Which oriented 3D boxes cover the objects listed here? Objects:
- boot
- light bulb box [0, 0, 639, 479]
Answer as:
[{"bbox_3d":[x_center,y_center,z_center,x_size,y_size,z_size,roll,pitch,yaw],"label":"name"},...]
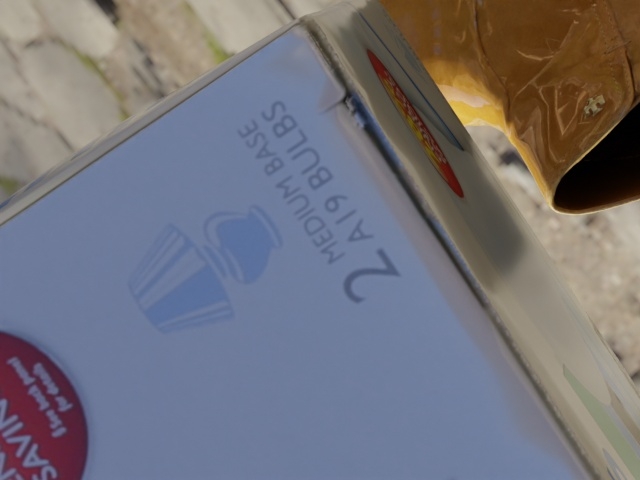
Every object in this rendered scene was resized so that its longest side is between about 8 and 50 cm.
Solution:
[{"bbox_3d":[0.111,-0.083,1.037,0.104,0.295,0.211,46,-152,-32],"label":"boot"},{"bbox_3d":[0.016,0.101,0.788,0.358,0.225,0.361,56,-172,-6],"label":"light bulb box"}]
